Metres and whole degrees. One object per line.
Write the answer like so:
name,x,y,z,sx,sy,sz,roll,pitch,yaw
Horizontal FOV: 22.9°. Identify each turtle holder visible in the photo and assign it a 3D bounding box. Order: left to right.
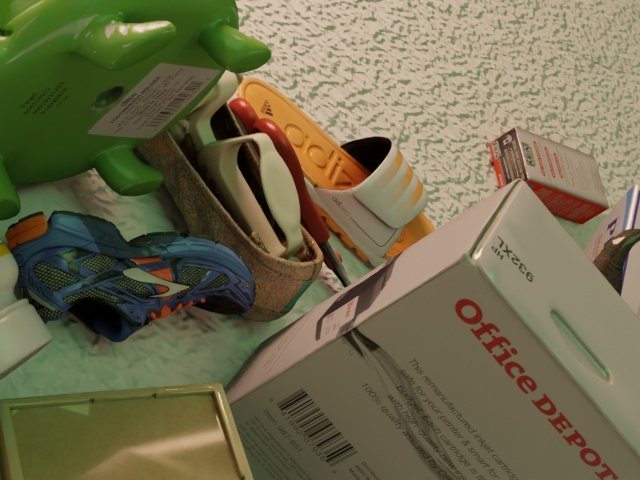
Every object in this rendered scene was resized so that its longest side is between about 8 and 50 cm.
turtle holder,-0.223,-0.160,1.174,0.320,0.243,0.227,-21,70,-34

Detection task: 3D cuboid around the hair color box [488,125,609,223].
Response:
hair color box,0.255,-0.071,1.756,0.141,0.043,0.072,17,51,-40

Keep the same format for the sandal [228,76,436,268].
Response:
sandal,0.029,-0.068,1.485,0.265,0.076,0.102,40,40,-19

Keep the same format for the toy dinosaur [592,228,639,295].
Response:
toy dinosaur,0.183,0.083,1.457,0.313,0.121,0.160,-17,64,-16

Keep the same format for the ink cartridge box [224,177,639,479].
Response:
ink cartridge box,0.096,0.128,1.221,0.223,0.307,0.129,49,38,-9

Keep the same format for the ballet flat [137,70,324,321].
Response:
ballet flat,-0.091,-0.084,1.344,0.107,0.106,0.316,-28,84,-48

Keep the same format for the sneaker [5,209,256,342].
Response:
sneaker,-0.146,0.040,1.232,0.221,0.083,0.087,10,69,-36

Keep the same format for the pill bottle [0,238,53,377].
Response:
pill bottle,-0.280,0.011,1.063,0.208,0.119,0.119,55,38,-1

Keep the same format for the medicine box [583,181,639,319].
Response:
medicine box,0.392,0.126,1.553,0.289,0.149,0.263,20,56,-2

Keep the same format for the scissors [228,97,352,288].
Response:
scissors,0.000,0.000,1.437,0.021,0.109,0.297,-36,114,-14

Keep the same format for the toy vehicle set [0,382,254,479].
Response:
toy vehicle set,-0.115,0.208,1.047,0.166,0.035,0.267,-2,43,-20
